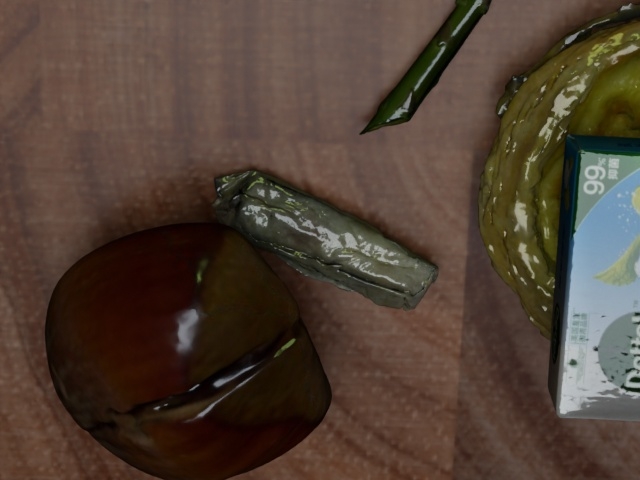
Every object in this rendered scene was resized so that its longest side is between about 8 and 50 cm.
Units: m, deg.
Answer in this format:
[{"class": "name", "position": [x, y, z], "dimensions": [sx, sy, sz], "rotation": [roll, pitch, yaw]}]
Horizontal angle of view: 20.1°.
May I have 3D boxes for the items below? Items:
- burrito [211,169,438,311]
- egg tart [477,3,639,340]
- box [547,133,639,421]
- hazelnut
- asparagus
[{"class": "burrito", "position": [0.000, 0.000, 1.384], "dimensions": [0.188, 0.045, 0.058], "rotation": [27, 80, -3]}, {"class": "egg tart", "position": [0.251, -0.041, 1.341], "dimensions": [0.279, 0.095, 0.279], "rotation": [0, 101, 1]}, {"class": "box", "position": [0.238, 0.027, 1.271], "dimensions": [0.139, 0.073, 0.194], "rotation": [3, 103, 1]}, {"class": "hazelnut", "position": [-0.104, 0.090, 1.345], "dimensions": [0.181, 0.181, 0.212], "rotation": [-33, 114, -9]}, {"class": "asparagus", "position": [0.106, -0.168, 1.335], "dimensions": [0.027, 0.034, 0.236], "rotation": [37, 102, 10]}]
